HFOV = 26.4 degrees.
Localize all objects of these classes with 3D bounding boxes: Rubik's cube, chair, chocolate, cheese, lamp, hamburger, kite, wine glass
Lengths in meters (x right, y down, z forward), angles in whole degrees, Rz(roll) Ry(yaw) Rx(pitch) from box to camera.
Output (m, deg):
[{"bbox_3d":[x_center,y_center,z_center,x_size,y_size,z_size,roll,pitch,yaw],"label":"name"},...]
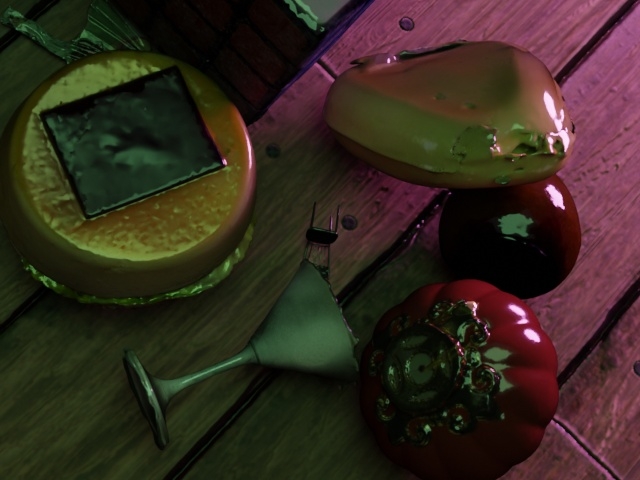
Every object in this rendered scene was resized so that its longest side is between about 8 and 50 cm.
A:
[{"bbox_3d":[-0.055,-0.384,1.521,0.344,0.344,0.337,46,69,-7],"label":"Rubik's cube"},{"bbox_3d":[0.000,0.000,1.591,0.037,0.042,0.086,10,71,-5],"label":"chair"},{"bbox_3d":[0.221,-0.018,1.596,0.177,0.177,0.176,4,72,-11],"label":"chocolate"},{"bbox_3d":[0.163,-0.138,1.549,0.259,0.316,0.128,-23,116,-17],"label":"cheese"},{"bbox_3d":[0.152,0.155,1.492,0.227,0.227,0.227,4,72,-11],"label":"lamp"},{"bbox_3d":[-0.211,-0.061,1.491,0.300,0.176,0.300,3,73,-10],"label":"hamburger"},{"bbox_3d":[-0.252,-0.211,1.617,0.268,0.013,0.323,23,68,-6],"label":"kite"},{"bbox_3d":[-0.089,0.130,1.481,0.232,0.156,0.156,-22,79,-15],"label":"wine glass"}]
